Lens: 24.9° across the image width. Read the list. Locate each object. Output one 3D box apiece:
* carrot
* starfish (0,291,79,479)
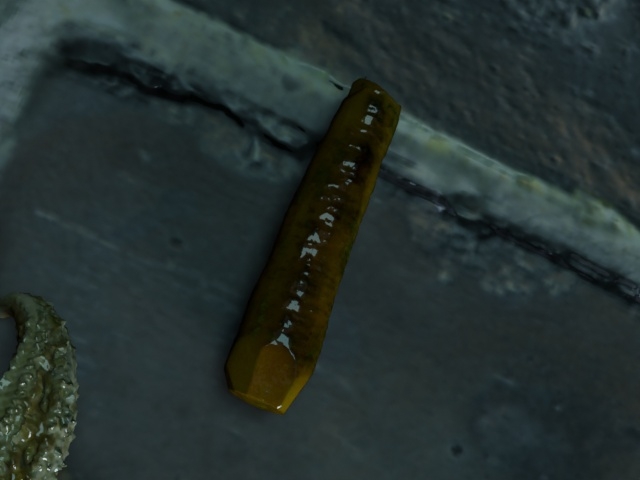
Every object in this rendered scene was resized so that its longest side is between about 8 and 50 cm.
[{"bbox_3d":[0.000,0.000,0.694,0.042,0.042,0.171,26,71,-10],"label":"carrot"},{"bbox_3d":[-0.168,0.126,0.606,0.216,0.071,0.238,35,65,-13],"label":"starfish"}]
